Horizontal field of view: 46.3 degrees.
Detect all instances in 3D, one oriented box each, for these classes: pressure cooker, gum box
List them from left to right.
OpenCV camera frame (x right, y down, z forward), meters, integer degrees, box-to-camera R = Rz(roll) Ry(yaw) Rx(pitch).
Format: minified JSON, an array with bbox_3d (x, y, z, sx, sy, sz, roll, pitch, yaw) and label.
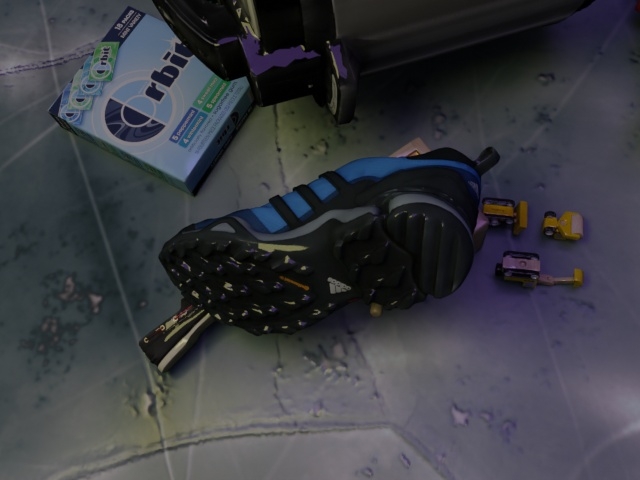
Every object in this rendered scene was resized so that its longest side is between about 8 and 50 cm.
[{"bbox_3d":[-0.176,-0.157,0.820,0.184,0.041,0.157,28,75,16],"label":"gum box"},{"bbox_3d":[0.028,-0.328,0.681,0.421,0.375,0.370,-16,37,-3],"label":"pressure cooker"}]

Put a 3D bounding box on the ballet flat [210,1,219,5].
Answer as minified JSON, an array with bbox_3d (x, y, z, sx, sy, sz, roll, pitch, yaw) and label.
[{"bbox_3d":[-0.134,-0.342,0.875,0.070,0.070,0.188,-25,72,-3],"label":"ballet flat"}]

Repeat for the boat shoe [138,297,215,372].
[{"bbox_3d":[-0.119,0.068,0.726,0.133,0.049,0.042,-44,79,-5],"label":"boat shoe"}]

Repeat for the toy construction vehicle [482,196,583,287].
[{"bbox_3d":[0.204,0.004,0.725,0.098,0.035,0.085,4,59,5],"label":"toy construction vehicle"}]

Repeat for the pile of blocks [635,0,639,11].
[{"bbox_3d":[0.390,-0.226,0.762,0.113,0.149,0.362,-17,49,46],"label":"pile of blocks"}]

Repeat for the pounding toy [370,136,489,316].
[{"bbox_3d":[0.074,-0.006,0.704,0.141,0.100,0.130,-34,70,-6],"label":"pounding toy"}]

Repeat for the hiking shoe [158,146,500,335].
[{"bbox_3d":[0.000,0.000,0.639,0.304,0.113,0.132,-7,32,33],"label":"hiking shoe"}]
